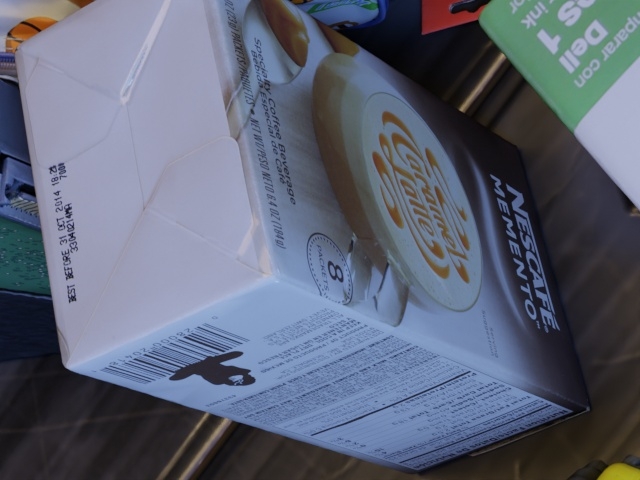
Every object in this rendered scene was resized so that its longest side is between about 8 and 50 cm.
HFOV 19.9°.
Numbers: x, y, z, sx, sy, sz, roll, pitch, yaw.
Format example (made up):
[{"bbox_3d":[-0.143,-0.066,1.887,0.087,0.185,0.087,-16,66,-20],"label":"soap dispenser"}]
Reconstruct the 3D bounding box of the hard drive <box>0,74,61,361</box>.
[{"bbox_3d":[-0.211,0.006,0.902,0.339,0.237,0.064,-10,70,34],"label":"hard drive"}]

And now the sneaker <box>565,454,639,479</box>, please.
[{"bbox_3d":[0.156,0.199,0.596,0.146,0.134,0.343,-32,29,-24],"label":"sneaker"}]

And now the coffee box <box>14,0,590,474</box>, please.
[{"bbox_3d":[0.000,0.000,0.746,0.098,0.246,0.141,-25,63,26],"label":"coffee box"}]

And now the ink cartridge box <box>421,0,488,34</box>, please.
[{"bbox_3d":[0.067,-0.164,0.888,0.063,0.029,0.115,-12,68,32],"label":"ink cartridge box"}]

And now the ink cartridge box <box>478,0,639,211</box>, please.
[{"bbox_3d":[0.211,0.001,0.624,0.117,0.201,0.278,-46,55,16],"label":"ink cartridge box"}]

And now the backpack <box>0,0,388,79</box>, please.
[{"bbox_3d":[-0.096,-0.152,0.853,0.263,0.276,0.213,-4,93,13],"label":"backpack"}]
